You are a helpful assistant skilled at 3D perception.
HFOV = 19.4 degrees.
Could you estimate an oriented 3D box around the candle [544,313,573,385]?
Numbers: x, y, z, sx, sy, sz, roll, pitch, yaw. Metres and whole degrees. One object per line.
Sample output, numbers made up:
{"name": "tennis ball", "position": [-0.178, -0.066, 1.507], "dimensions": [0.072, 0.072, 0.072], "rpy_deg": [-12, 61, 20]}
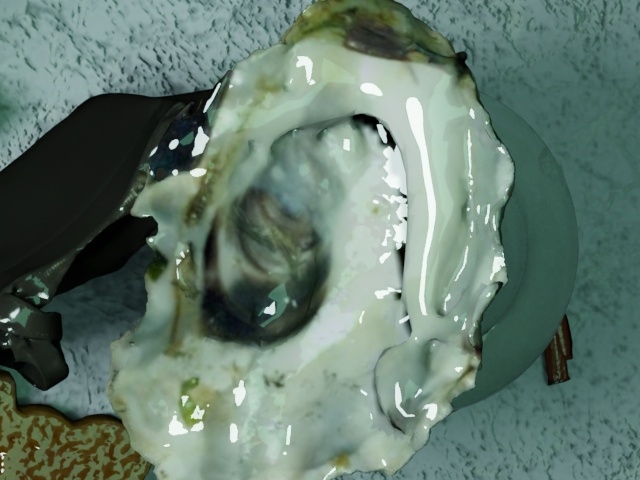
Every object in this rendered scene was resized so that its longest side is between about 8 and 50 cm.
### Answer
{"name": "candle", "position": [0.188, 0.035, 1.544], "dimensions": [0.026, 0.021, 0.167], "rpy_deg": [-8, 95, 3]}

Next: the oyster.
{"name": "oyster", "position": [0.000, 0.000, 1.178], "dimensions": [0.238, 0.115, 0.351], "rpy_deg": [11, 85, 3]}

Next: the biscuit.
{"name": "biscuit", "position": [-0.265, 0.245, 1.392], "dimensions": [0.278, 0.043, 0.301], "rpy_deg": [3, 89, -19]}

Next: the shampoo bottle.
{"name": "shampoo bottle", "position": [0.039, 0.004, 1.368], "dimensions": [0.273, 0.266, 0.273], "rpy_deg": [-1, 92, -16]}

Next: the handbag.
{"name": "handbag", "position": [-0.182, 0.004, 1.290], "dimensions": [0.285, 0.257, 0.113], "rpy_deg": [-43, 105, -22]}
